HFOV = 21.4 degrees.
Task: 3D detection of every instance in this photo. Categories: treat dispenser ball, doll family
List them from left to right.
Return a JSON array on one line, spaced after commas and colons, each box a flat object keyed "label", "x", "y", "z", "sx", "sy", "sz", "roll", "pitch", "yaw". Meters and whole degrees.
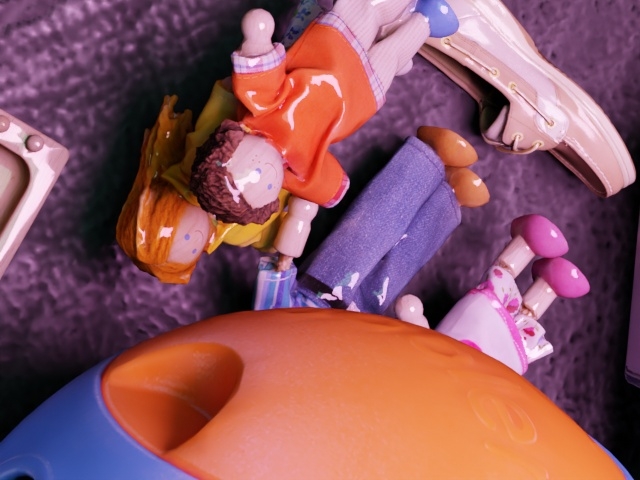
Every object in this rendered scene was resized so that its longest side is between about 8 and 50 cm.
[{"label": "treat dispenser ball", "x": -0.006, "y": 0.168, "z": 0.600, "sx": 0.288, "sy": 0.288, "sz": 0.288, "roll": -2, "pitch": 95, "yaw": -24}, {"label": "doll family", "x": 0.000, "y": 0.000, "z": 0.744, "sx": 0.163, "sy": 0.118, "sz": 0.263, "roll": -47, "pitch": 129, "yaw": -21}]

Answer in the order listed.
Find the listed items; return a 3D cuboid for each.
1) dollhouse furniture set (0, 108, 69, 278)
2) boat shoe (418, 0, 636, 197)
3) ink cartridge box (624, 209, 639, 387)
[{"label": "dollhouse furniture set", "x": -0.181, "y": -0.010, "z": 0.638, "sx": 0.151, "sy": 0.123, "sz": 0.144, "roll": 32, "pitch": 81, "yaw": -23}, {"label": "boat shoe", "x": 0.093, "y": -0.065, "z": 0.802, "sx": 0.135, "sy": 0.050, "sz": 0.045, "roll": 45, "pitch": 79, "yaw": -10}, {"label": "ink cartridge box", "x": 0.272, "y": 0.005, "z": 0.862, "sx": 0.218, "sy": 0.092, "sz": 0.158, "roll": 3, "pitch": 93, "yaw": -26}]
